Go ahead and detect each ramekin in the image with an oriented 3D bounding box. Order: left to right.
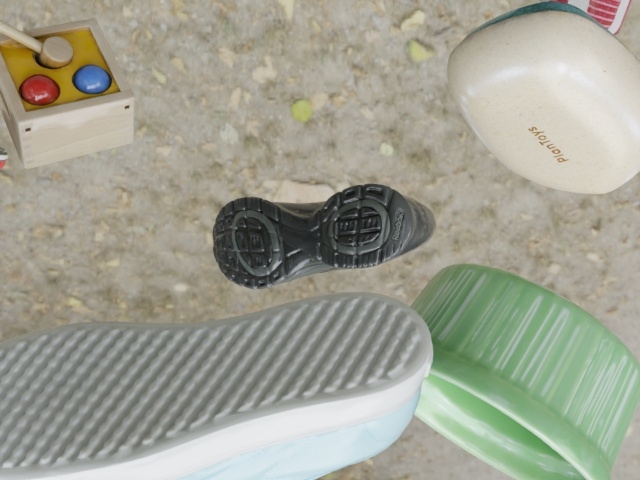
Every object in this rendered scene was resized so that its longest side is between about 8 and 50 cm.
[{"bbox_3d":[0.219,0.160,0.938,0.303,0.148,0.303,32,163,11],"label":"ramekin"}]

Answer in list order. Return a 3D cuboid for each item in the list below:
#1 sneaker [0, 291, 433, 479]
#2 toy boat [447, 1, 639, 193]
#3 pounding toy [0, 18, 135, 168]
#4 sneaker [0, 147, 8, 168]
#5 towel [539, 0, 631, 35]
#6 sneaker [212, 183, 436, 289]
[{"bbox_3d":[-0.097,0.145,0.588,0.365,0.135,0.150,-6,130,-8],"label":"sneaker"},{"bbox_3d":[0.305,-0.164,0.811,0.318,0.148,0.267,-10,145,38],"label":"toy boat"},{"bbox_3d":[-0.267,-0.162,0.778,0.130,0.141,0.100,-19,155,-25],"label":"pounding toy"},{"bbox_3d":[-0.632,-0.105,1.256,0.279,0.107,0.119,-14,126,-41],"label":"sneaker"},{"bbox_3d":[0.307,-0.368,0.881,0.329,0.037,0.237,1,112,-50],"label":"towel"},{"bbox_3d":[0.000,0.000,0.923,0.286,0.109,0.130,-2,178,34],"label":"sneaker"}]
